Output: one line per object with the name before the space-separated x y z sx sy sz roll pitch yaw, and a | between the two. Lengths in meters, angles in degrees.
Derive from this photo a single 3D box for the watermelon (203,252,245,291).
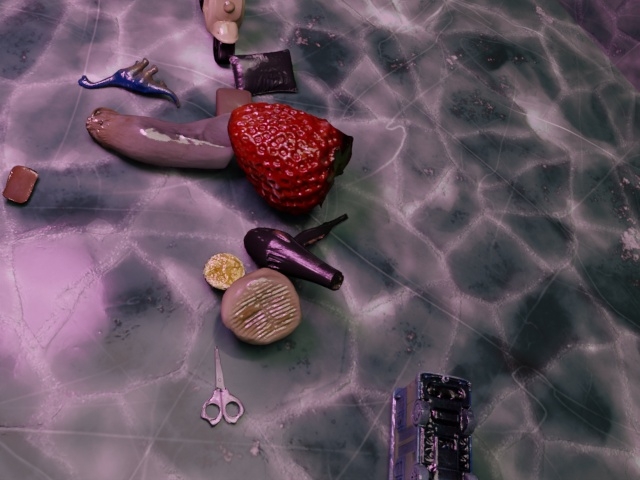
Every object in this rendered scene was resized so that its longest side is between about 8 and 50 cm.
watermelon | -0.245 0.086 1.529 0.105 0.062 0.106 4 63 -8

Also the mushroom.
mushroom | -0.432 -0.281 1.641 0.396 0.126 0.177 1 51 -17

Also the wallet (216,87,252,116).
wallet | -0.256 -0.386 1.802 0.117 0.039 0.153 1 66 -17

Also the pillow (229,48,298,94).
pillow | -0.178 -0.527 1.886 0.208 0.055 0.142 -12 92 -24

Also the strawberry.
strawberry | -0.090 -0.224 1.641 0.309 0.292 0.292 18 56 12

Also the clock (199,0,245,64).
clock | -0.315 -0.765 1.868 0.120 0.276 0.379 -7 61 -22

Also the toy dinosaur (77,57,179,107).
toy dinosaur | -0.546 -0.439 1.742 0.247 0.075 0.188 42 67 1

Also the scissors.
scissors | -0.236 0.340 1.418 0.100 0.015 0.189 -2 62 -16

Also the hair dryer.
hair dryer | 0.000 0.000 1.608 0.303 0.120 0.359 19 34 32

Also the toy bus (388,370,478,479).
toy bus | 0.257 0.482 1.391 0.151 0.190 0.313 13 59 -10

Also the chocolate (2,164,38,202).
chocolate | -0.755 -0.137 1.509 0.064 0.031 0.101 20 60 -27

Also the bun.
bun | -0.150 0.164 1.475 0.193 0.128 0.179 -28 99 -14
